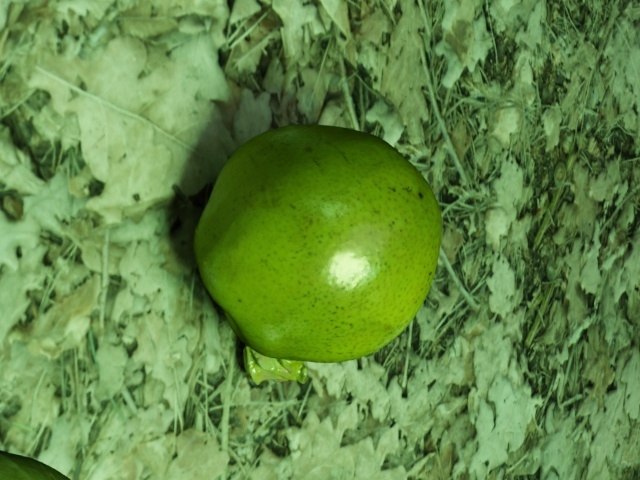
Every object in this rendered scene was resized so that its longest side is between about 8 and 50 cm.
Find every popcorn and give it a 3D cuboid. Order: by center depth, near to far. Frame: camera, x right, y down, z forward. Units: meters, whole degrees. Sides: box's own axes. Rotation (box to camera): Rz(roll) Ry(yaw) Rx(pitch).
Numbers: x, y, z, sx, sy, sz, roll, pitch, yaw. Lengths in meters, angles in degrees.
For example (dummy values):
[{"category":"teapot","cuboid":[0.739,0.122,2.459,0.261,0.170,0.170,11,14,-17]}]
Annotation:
[{"category":"popcorn","cuboid":[-0.053,0.136,1.517,0.109,0.089,0.097,-19,97,-46]}]

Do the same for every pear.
[{"category":"pear","cuboid":[0.000,0.000,1.414,0.294,0.294,0.294,-7,99,-51]}]

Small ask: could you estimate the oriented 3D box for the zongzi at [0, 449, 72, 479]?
[{"category":"zongzi","cuboid":[-0.359,0.189,1.070,0.356,0.174,0.393,-8,94,-56]}]
